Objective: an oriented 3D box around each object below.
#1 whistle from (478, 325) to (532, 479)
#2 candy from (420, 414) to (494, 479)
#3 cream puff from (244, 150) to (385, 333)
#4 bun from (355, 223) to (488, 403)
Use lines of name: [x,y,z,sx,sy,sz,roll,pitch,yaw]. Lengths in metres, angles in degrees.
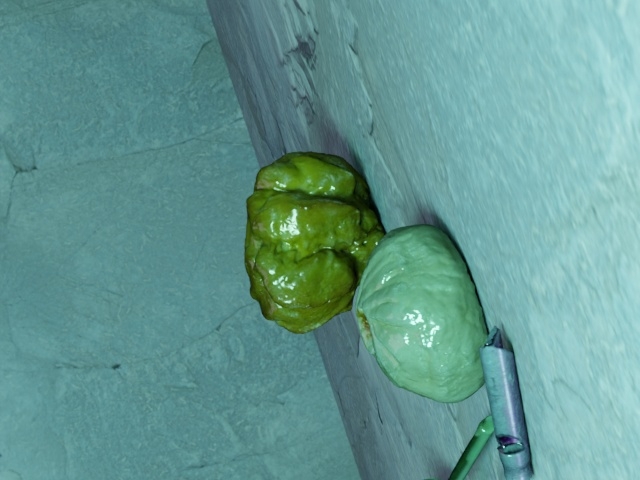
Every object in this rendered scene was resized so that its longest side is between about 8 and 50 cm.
whistle: [0.180,0.163,1.203,0.033,0.033,0.176,-120,14,-62]
candy: [0.159,0.307,1.524,0.440,0.119,0.119,102,151,-62]
cream puff: [-0.015,-0.003,1.679,0.244,0.196,0.244,165,90,-83]
bun: [0.100,0.083,1.307,0.195,0.118,0.195,159,90,-84]
